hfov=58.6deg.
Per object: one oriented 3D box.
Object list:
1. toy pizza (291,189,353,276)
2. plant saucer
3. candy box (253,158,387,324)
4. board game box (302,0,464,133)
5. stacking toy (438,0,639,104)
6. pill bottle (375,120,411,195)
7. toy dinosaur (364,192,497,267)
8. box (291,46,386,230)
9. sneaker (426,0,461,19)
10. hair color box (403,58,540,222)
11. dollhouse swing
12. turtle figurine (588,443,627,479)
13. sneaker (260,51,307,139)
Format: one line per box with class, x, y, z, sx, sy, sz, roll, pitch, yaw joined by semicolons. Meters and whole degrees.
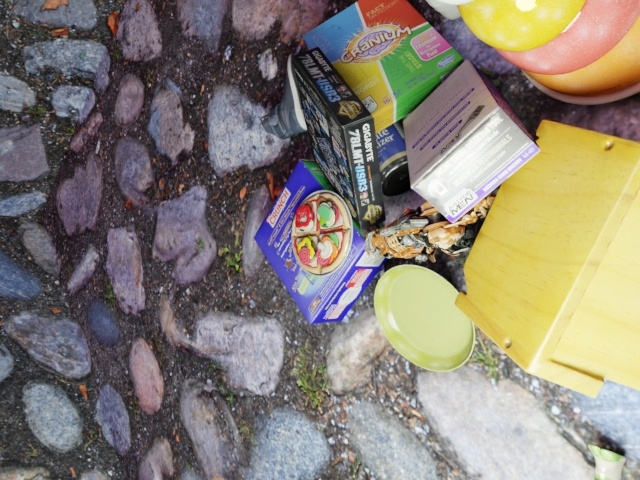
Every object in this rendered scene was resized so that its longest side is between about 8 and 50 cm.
toy pizza;-0.006;-0.016;1.303;0.201;0.032;0.201;-5;83;46
plant saucer;0.218;0.155;1.178;0.241;0.037;0.240;22;124;37
candy box;0.000;0.000;1.407;0.317;0.122;0.268;53;123;33
board game box;0.134;-0.412;1.274;0.242;0.064;0.316;-32;59;2
stacking toy;0.323;-0.388;0.837;0.351;0.480;0.350;11;104;50
pill bottle;0.139;-0.217;1.288;0.123;0.123;0.219;-48;55;31
toy dinosaur;0.241;-0.021;1.095;0.322;0.219;0.164;4;87;45
box;0.040;-0.218;1.237;0.293;0.073;0.295;74;170;-48
sneaker;0.303;-0.597;1.131;0.292;0.169;0.108;-52;51;27
hair color box;0.255;-0.194;1.037;0.185;0.110;0.338;-43;16;25
dollhouse swing;0.465;0.041;0.893;0.315;0.305;0.346;-128;55;-64
turtle figurine;0.414;0.453;0.858;0.275;0.198;0.266;20;81;4
sneaker;-0.099;-0.391;1.575;0.164;0.086;0.226;-16;76;41
